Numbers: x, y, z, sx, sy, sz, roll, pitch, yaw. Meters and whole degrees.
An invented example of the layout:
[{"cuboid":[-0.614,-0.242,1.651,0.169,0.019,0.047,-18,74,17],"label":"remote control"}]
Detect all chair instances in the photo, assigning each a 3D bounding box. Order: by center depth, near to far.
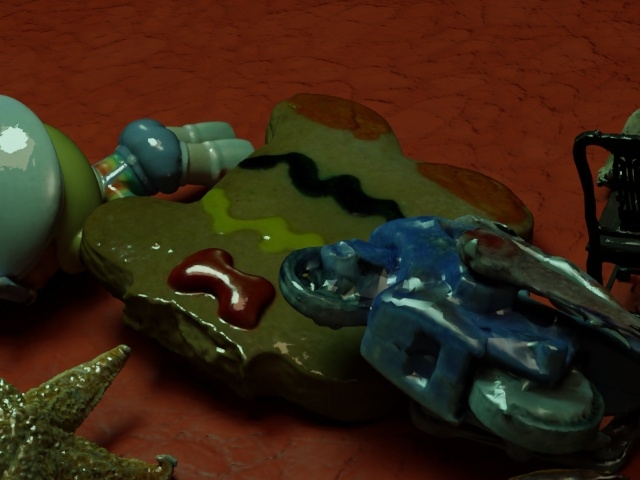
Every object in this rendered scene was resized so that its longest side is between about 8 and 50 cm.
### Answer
[{"cuboid":[0.297,-0.025,1.666,0.106,0.229,0.113,7,38,23],"label":"chair"}]

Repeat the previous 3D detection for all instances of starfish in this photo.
[{"cuboid":[-0.242,0.156,1.593,0.231,0.048,0.295,-12,59,-39],"label":"starfish"}]

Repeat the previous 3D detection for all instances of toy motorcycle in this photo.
[{"cuboid":[0.136,0.083,1.592,0.319,0.182,0.241,32,8,27],"label":"toy motorcycle"}]

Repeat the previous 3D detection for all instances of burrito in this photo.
[{"cuboid":[0.332,-0.096,1.950,0.051,0.042,0.171,-4,29,28],"label":"burrito"}]

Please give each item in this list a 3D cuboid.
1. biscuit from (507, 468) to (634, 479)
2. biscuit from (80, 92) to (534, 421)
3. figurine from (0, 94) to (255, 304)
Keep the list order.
[{"cuboid":[0.189,0.297,1.315,0.289,0.081,0.334,-1,36,11],"label":"biscuit"},{"cuboid":[0.000,0.000,1.780,0.368,0.076,0.394,31,45,30],"label":"biscuit"},{"cuboid":[-0.258,-0.073,1.918,0.381,0.205,0.224,-24,40,-38],"label":"figurine"}]
